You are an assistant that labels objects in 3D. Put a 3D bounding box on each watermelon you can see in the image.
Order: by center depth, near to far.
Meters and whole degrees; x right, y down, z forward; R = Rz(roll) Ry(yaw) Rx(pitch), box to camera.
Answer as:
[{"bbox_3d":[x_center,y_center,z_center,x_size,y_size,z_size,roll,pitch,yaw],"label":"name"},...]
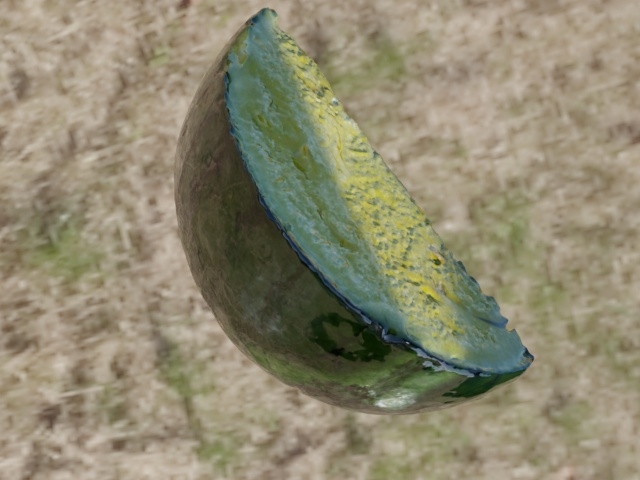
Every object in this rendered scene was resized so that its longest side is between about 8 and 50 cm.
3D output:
[{"bbox_3d":[-0.008,0.007,0.612,0.181,0.075,0.092,52,36,5],"label":"watermelon"}]
